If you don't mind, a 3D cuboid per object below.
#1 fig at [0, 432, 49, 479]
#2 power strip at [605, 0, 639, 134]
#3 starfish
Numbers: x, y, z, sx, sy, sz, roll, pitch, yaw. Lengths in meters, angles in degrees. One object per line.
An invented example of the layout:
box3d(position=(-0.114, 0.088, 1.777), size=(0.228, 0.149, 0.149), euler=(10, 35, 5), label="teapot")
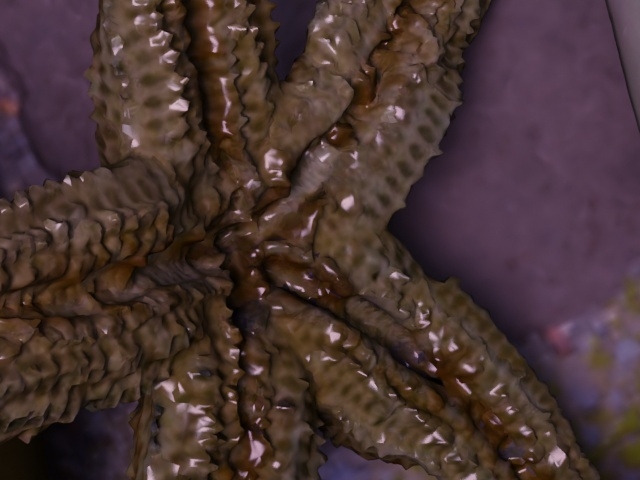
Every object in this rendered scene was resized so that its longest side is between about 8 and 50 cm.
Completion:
box3d(position=(-0.246, 0.077, 0.432), size=(0.343, 0.343, 0.343), euler=(1, 94, 14), label="fig")
box3d(position=(0.149, -0.022, 0.383), size=(0.140, 0.139, 0.224), euler=(-14, 61, 13), label="power strip")
box3d(position=(-0.001, -0.001, 0.450), size=(0.078, 0.358, 0.347), euler=(-7, 128, 50), label="starfish")
